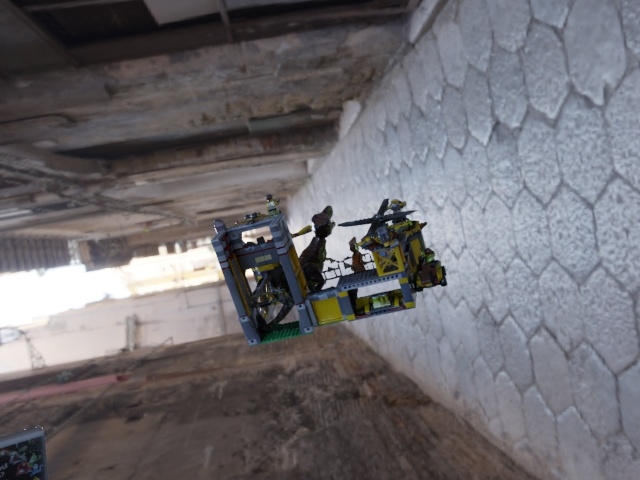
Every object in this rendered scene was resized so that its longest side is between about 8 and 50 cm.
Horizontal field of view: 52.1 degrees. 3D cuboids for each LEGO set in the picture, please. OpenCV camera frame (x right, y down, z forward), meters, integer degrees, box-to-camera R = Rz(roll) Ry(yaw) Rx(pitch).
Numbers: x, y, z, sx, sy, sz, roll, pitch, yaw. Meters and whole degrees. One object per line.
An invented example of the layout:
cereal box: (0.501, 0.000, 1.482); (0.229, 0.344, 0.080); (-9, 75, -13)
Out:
LEGO set: (0.000, 0.000, 0.942); (0.255, 0.332, 0.192); (-52, -52, -63)

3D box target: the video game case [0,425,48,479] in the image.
video game case: (-0.437, 0.340, 0.813); (0.022, 0.191, 0.173); (14, 107, 49)
